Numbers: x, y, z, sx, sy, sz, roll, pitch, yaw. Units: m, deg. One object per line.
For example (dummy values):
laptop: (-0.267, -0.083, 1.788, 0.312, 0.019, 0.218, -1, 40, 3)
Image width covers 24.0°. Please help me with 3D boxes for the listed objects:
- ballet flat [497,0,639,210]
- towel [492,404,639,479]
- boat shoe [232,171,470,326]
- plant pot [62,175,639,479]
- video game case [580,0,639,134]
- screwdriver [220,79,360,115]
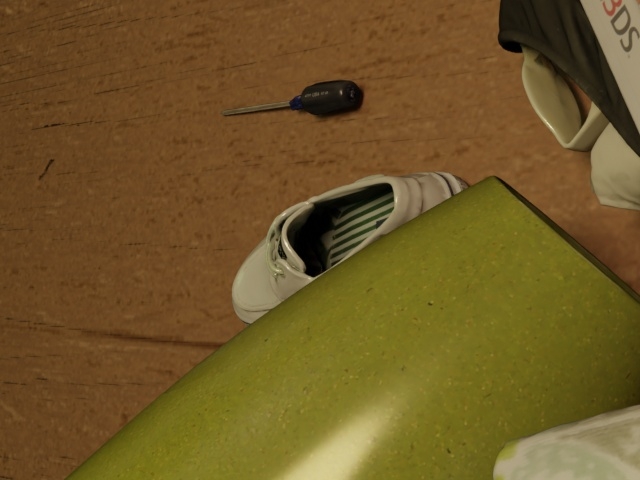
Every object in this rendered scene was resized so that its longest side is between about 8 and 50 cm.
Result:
ballet flat: (0.176, -0.076, 0.820, 0.096, 0.095, 0.280, -67, 29, 27)
towel: (0.242, 0.221, 0.560, 0.320, 0.090, 0.374, -16, 68, 22)
boat shoe: (0.000, 0.000, 1.007, 0.226, 0.076, 0.083, -30, 58, 42)
plant pot: (0.049, 0.120, 0.807, 0.293, 0.275, 0.275, -49, 45, 7)
video game case: (0.200, -0.186, 0.710, 0.227, 0.026, 0.206, -52, 33, 33)
screwdriver: (-0.027, -0.098, 1.114, 0.170, 0.024, 0.025, -9, 102, 55)
